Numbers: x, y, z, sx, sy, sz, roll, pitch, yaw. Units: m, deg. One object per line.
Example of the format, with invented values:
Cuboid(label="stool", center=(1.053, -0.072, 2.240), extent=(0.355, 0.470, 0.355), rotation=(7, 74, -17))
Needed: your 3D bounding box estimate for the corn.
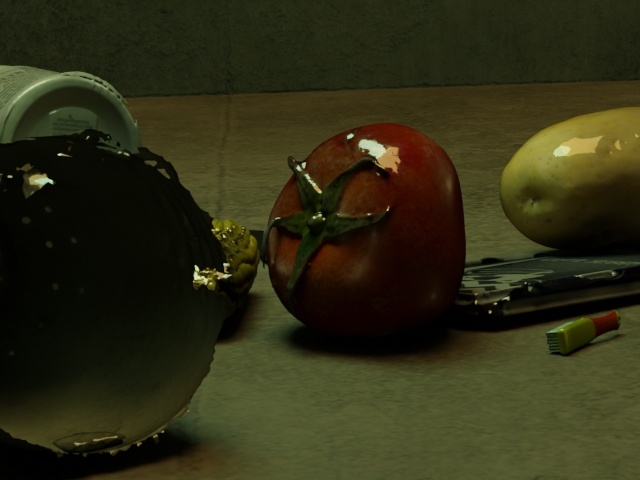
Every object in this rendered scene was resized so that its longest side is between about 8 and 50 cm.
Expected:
Cuboid(label="corn", center=(-0.087, 0.027, 1.361), extent=(0.072, 0.072, 0.203), rotation=(-1, 10, 3))

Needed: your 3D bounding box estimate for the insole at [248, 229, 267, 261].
Cuboid(label="insole", center=(-0.030, 0.010, 1.630), extent=(0.086, 0.005, 0.253), rotation=(-5, 11, -25))

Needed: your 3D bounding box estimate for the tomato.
Cuboid(label="tomato", center=(0.039, 0.000, 1.275), extent=(0.167, 0.167, 0.167), rotation=(-2, 10, 0))

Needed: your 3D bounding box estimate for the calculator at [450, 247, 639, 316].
Cuboid(label="calculator", center=(0.186, 0.031, 1.408), extent=(0.274, 0.028, 0.166), rotation=(-6, 8, -34))

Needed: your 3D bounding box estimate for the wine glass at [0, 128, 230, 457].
Cuboid(label="wine glass", center=(-0.207, 0.025, 1.080), extent=(0.190, 0.190, 0.357), rotation=(-8, 7, -32))

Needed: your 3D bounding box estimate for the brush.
Cuboid(label="brush", center=(0.190, 0.064, 1.233), extent=(0.021, 0.018, 0.083), rotation=(-6, 6, 41))

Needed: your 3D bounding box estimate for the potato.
Cuboid(label="potato", center=(0.272, -0.052, 1.546), extent=(0.234, 0.150, 0.146), rotation=(3, 41, -16))

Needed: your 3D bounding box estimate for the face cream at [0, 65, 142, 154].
Cuboid(label="face cream", center=(-0.288, -0.085, 1.716), extent=(0.177, 0.177, 0.153), rotation=(-10, 14, -39))
